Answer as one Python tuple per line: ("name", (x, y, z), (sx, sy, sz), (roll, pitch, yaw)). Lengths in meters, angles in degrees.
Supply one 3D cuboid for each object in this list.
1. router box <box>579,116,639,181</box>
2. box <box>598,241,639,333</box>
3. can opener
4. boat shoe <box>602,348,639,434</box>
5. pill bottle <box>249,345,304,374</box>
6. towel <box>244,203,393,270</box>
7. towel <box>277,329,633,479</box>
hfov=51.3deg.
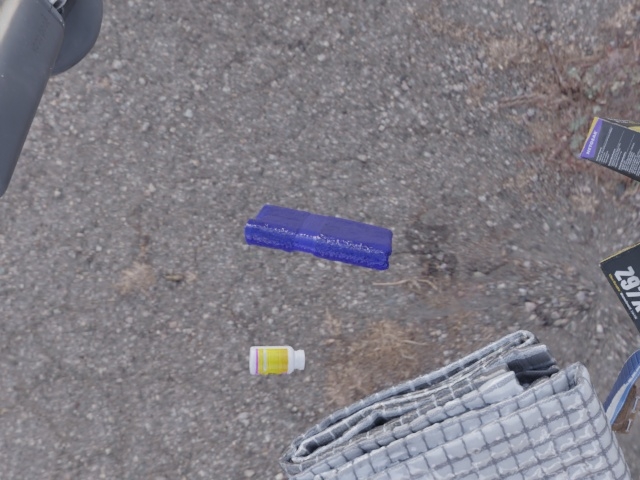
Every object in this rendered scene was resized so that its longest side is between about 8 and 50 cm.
("router box", (0.652, -0.139, 1.166), (0.243, 0.309, 0.081), (37, 122, 45))
("box", (0.826, 0.129, 1.491), (0.257, 0.079, 0.322), (-36, 79, 43))
("can opener", (-0.198, -0.120, 0.460), (0.076, 0.095, 0.283), (-17, 50, 19))
("boat shoe", (0.581, 0.281, 1.233), (0.066, 0.066, 0.183), (23, 119, 11))
("pill bottle", (-0.068, 0.186, 1.035), (0.083, 0.043, 0.043), (1, 86, -9))
("towel", (0.000, 0.000, 1.440), (0.308, 0.227, 0.076), (11, 105, 5))
("towel", (0.135, 0.235, 0.620), (0.283, 0.121, 0.235), (-28, 108, 7))
